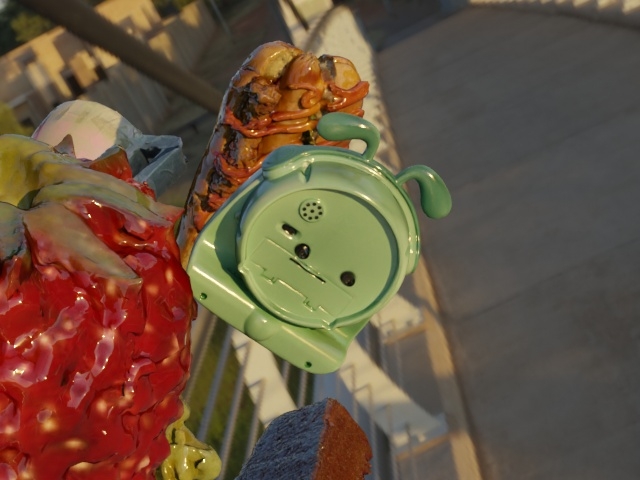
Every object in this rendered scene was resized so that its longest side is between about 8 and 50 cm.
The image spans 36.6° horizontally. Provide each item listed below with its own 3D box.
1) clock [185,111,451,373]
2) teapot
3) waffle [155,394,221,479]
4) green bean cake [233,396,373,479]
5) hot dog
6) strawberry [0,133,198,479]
[{"bbox_3d":[0.000,-0.001,0.721,0.188,0.148,0.060,-51,14,23],"label":"clock"},{"bbox_3d":[-0.308,-0.072,1.316,0.163,0.221,0.178,106,-174,-46],"label":"teapot"},{"bbox_3d":[-0.262,0.206,0.825,0.317,0.297,0.073,-50,-14,-12],"label":"waffle"},{"bbox_3d":[-0.015,0.311,1.267,0.198,0.097,0.232,-24,19,32],"label":"green bean cake"},{"bbox_3d":[-0.061,-0.056,1.080,0.117,0.158,0.349,-92,22,-50],"label":"hot dog"},{"bbox_3d":[-0.203,0.106,0.642,0.292,0.343,0.292,-2,30,1],"label":"strawberry"}]
